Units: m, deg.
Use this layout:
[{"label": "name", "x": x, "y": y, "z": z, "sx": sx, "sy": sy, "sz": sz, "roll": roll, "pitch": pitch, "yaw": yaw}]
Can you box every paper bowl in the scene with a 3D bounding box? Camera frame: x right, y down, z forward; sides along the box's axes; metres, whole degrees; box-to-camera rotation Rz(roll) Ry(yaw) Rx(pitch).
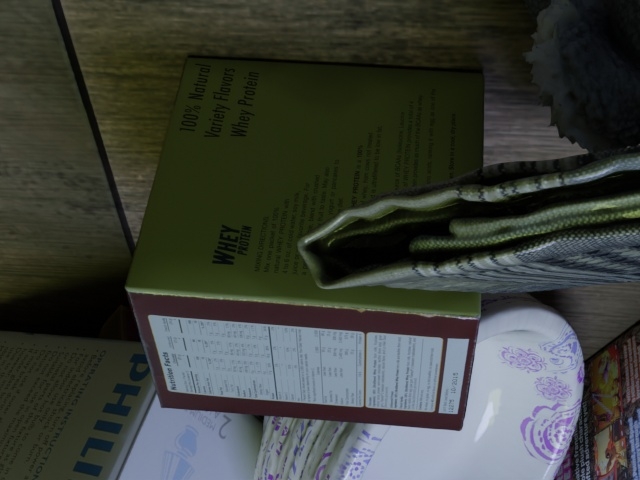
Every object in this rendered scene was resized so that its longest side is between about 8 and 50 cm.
[{"label": "paper bowl", "x": 0.069, "y": 0.148, "z": 0.862, "sx": 0.148, "sy": 0.284, "sz": 0.284, "roll": 34, "pitch": 165, "yaw": 43}]

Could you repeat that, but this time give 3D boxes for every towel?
[{"label": "towel", "x": 0.194, "y": -0.020, "z": 0.471, "sx": 0.312, "sy": 0.056, "sz": 0.324, "roll": -9, "pitch": 174, "yaw": 27}]

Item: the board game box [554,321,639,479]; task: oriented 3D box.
[{"label": "board game box", "x": 0.316, "y": 0.191, "z": 0.876, "sx": 0.141, "sy": 0.232, "sz": 0.291, "roll": 19, "pitch": 142, "yaw": -15}]

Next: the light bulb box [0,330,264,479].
[{"label": "light bulb box", "x": -0.193, "y": 0.262, "z": 0.981, "sx": 0.361, "sy": 0.225, "sz": 0.358, "roll": 0, "pitch": 147, "yaw": 38}]

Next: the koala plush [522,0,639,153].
[{"label": "koala plush", "x": 0.173, "y": -0.135, "z": 0.478, "sx": 0.196, "sy": 0.221, "sz": 0.203, "roll": -9, "pitch": 140, "yaw": 21}]

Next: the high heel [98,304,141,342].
[{"label": "high heel", "x": -0.082, "y": 0.057, "z": 0.900, "sx": 0.117, "sy": 0.082, "sz": 0.244, "roll": 17, "pitch": 138, "yaw": -34}]

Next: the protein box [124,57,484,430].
[{"label": "protein box", "x": 0.000, "y": 0.000, "z": 0.700, "sx": 0.201, "sy": 0.200, "sz": 0.136, "roll": 4, "pitch": 142, "yaw": 4}]
